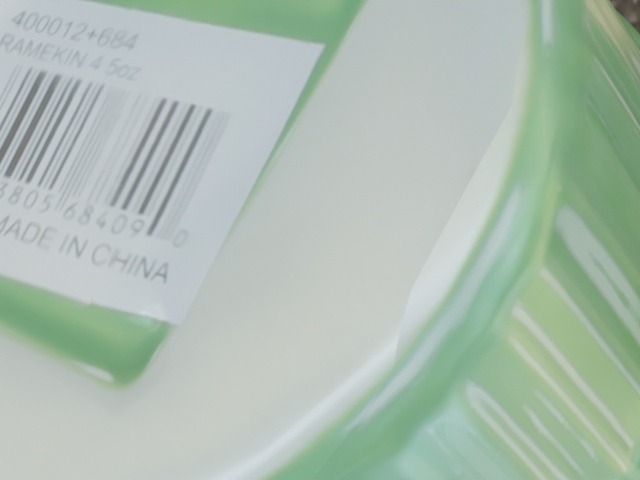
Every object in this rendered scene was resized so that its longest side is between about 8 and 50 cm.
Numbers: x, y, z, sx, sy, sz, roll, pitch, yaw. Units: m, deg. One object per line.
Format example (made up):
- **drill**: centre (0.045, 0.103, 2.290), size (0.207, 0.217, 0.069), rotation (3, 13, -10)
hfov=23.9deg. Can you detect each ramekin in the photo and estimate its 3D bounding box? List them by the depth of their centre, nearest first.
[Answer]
- **ramekin**: centre (-0.037, -0.006, 0.469), size (0.303, 0.303, 0.148), rotation (-7, 152, 21)
